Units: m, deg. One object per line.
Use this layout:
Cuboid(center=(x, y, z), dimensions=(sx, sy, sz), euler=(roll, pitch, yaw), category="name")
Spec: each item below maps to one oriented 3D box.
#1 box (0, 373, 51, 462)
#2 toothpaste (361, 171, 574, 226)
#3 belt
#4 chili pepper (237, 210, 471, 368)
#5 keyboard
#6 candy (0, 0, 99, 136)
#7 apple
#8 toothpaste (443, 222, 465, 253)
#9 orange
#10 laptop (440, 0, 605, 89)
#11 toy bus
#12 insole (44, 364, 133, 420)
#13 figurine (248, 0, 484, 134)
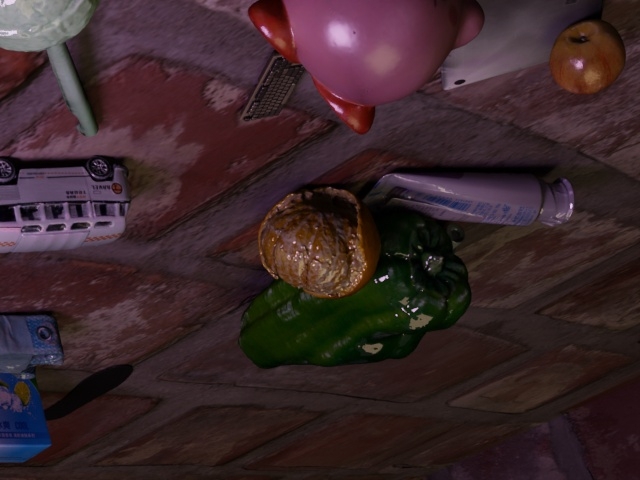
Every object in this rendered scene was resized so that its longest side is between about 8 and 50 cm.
Cuboid(center=(-0.484, 0.235, 2.028), dimensions=(0.073, 0.139, 0.194), euler=(-33, 154, 32), category="box")
Cuboid(center=(0.195, -0.058, 1.935), dimensions=(0.299, 0.073, 0.114), euler=(2, 157, -23), category="toothpaste")
Cuboid(center=(-0.471, 0.135, 1.892), dimensions=(0.302, 0.072, 0.087), euler=(5, 146, -41), category="belt")
Cuboid(center=(0.045, 0.097, 2.020), dimensions=(0.213, 0.167, 0.385), euler=(14, 154, -34), category="chili pepper")
Cuboid(center=(-0.047, -0.164, 1.544), dimensions=(0.049, 0.015, 0.129), euler=(-7, 157, -24), category="keyboard")
Cuboid(center=(-0.233, -0.169, 1.303), dimensions=(0.119, 0.119, 0.440), euler=(-15, 165, -4), category="candy")
Cuboid(center=(0.289, -0.201, 1.580), dimensions=(0.084, 0.084, 0.071), euler=(-19, 132, 6), category="apple")
Cuboid(center=(0.119, 0.047, 2.161), dimensions=(0.075, 0.048, 0.297), euler=(-6, 160, -34), category="toothpaste")
Cuboid(center=(0.000, 0.000, 1.820), dimensions=(0.156, 0.134, 0.156), euler=(13, -170, -2), category="orange")
Cuboid(center=(0.216, -0.244, 1.547), dimensions=(0.188, 0.015, 0.269), euler=(-16, 159, -1), category="laptop")
Cuboid(center=(-0.295, -0.035, 1.576), dimensions=(0.194, 0.089, 0.087), euler=(-4, 155, -33), category="toy bus")
Cuboid(center=(-0.375, 0.245, 2.324), dimensions=(0.080, 0.003, 0.232), euler=(6, 149, -45), category="insole")
Cuboid(center=(0.046, -0.207, 1.309), dimensions=(0.173, 0.173, 0.173), euler=(-15, 159, -6), category="figurine")
